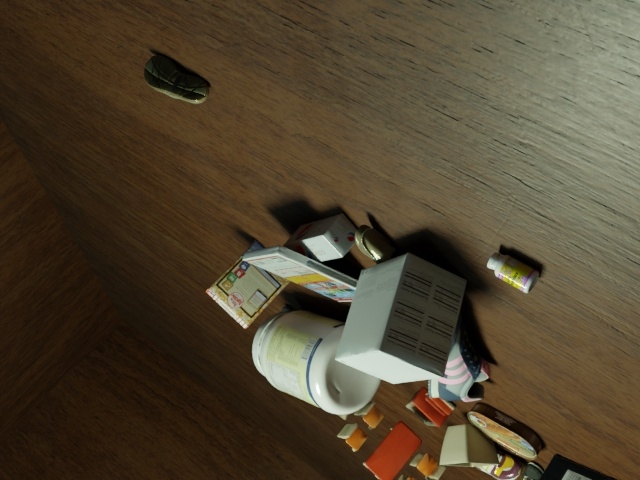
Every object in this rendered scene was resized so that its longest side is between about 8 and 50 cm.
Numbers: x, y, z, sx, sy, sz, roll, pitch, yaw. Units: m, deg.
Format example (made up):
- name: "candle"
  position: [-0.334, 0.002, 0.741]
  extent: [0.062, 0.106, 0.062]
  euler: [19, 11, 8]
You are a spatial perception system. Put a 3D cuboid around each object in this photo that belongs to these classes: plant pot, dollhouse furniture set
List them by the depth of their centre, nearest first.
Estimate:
- name: "plant pot"
  position: [0.372, 0.516, 1.946]
  extent: [0.109, 0.096, 0.109]
  euler: [11, 157, -28]
- name: "dollhouse furniture set"
  position: [0.223, 0.508, 2.005]
  extent: [0.262, 0.259, 0.135]
  euler: [43, 159, 0]

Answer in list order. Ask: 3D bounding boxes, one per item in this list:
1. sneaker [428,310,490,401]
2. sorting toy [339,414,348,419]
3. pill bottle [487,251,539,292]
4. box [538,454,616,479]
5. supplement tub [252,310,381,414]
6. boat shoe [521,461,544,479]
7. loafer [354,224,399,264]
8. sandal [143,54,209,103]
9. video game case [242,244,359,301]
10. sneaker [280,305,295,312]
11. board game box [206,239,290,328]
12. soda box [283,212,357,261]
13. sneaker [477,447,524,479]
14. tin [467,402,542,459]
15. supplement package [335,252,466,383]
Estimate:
- name: "sneaker"
  position: [0.305, 0.243, 1.665]
  extent: [0.131, 0.112, 0.319]
  euler: [8, 143, 12]
- name: "sorting toy"
  position: [0.002, 0.405, 2.390]
  extent: [0.255, 0.089, 0.257]
  euler: [33, 154, 21]
- name: "pill bottle"
  position: [0.332, 0.053, 1.338]
  extent: [0.083, 0.043, 0.043]
  euler: [31, 154, 25]
- name: "box"
  position: [0.601, 0.594, 1.766]
  extent: [0.156, 0.093, 0.158]
  euler: [15, 145, 47]
- name: "supplement tub"
  position: [-0.014, 0.317, 2.086]
  extent: [0.325, 0.235, 0.235]
  euler: [10, 140, 52]
- name: "boat shoe"
  position: [0.533, 0.601, 1.949]
  extent: [0.049, 0.042, 0.133]
  euler: [32, 153, 28]
- name: "loafer"
  position: [0.129, 0.022, 1.597]
  extent: [0.148, 0.056, 0.050]
  euler: [44, 158, -29]
- name: "sandal"
  position: [-0.311, -0.340, 1.674]
  extent: [0.180, 0.072, 0.049]
  euler: [29, 174, 20]
- name: "video game case"
  position: [-0.021, 0.083, 1.819]
  extent: [0.285, 0.025, 0.204]
  euler: [25, 164, -24]
- name: "sneaker"
  position: [-0.105, 0.272, 2.262]
  extent: [0.065, 0.166, 0.076]
  euler: [-13, 160, 33]
- name: "board game box"
  position: [-0.187, 0.116, 2.070]
  extent: [0.147, 0.193, 0.045]
  euler: [44, 156, -1]
- name: "soda box"
  position: [0.000, 0.000, 1.730]
  extent: [0.069, 0.074, 0.216]
  euler: [47, 156, -13]
- name: "sneaker"
  position: [0.438, 0.564, 1.999]
  extent: [0.084, 0.069, 0.185]
  euler: [47, 156, -21]
- name: "tin"
  position: [0.442, 0.456, 1.855]
  extent: [0.190, 0.040, 0.106]
  euler: [26, 147, 34]
- name: "supplement package"
  position: [0.158, 0.160, 1.532]
  extent: [0.149, 0.203, 0.194]
  euler: [25, 159, -18]
